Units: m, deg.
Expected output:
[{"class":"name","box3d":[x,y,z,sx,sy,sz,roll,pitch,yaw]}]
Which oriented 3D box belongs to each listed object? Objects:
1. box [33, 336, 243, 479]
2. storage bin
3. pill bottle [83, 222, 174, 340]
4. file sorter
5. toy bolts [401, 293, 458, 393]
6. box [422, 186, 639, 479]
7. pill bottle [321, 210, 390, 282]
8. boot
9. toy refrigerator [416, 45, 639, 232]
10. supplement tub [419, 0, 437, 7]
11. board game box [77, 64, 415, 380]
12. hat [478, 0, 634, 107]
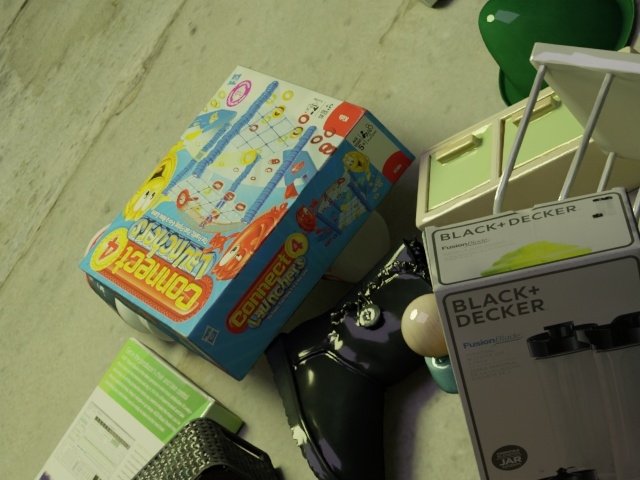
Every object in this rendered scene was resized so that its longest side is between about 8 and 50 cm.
[{"class":"box","box3d":[-0.242,0.288,2.233,0.322,0.058,0.232,-57,33,-2]},{"class":"storage bin","box3d":[-0.135,0.288,2.036,0.180,0.122,0.084,-46,34,12]},{"class":"pill bottle","box3d":[-0.207,0.051,2.350,0.108,0.108,0.180,-55,34,0]},{"class":"file sorter","box3d":[0.311,-0.036,1.645,0.277,0.193,0.173,11,72,34]},{"class":"toy bolts","box3d":[0.188,0.087,1.781,0.228,0.158,0.218,5,65,53]},{"class":"box","box3d":[0.192,0.111,1.579,0.169,0.290,0.087,-11,34,5]},{"class":"pill bottle","box3d":[0.000,0.000,2.158,0.152,0.086,0.086,6,65,52]},{"class":"boot","box3d":[0.065,0.131,1.952,0.207,0.094,0.246,-37,45,14]},{"class":"toy refrigerator","box3d":[0.223,-0.083,1.949,0.269,0.094,0.102,-26,43,36]},{"class":"supplement tub","box3d":[0.136,-0.336,2.302,0.107,0.071,0.071,-51,33,3]},{"class":"board game box","box3d":[-0.088,-0.029,2.131,0.302,0.086,0.308,-52,31,-8]},{"class":"hat","box3d":[0.193,-0.247,2.048,0.208,0.183,0.173,-16,49,43]}]
